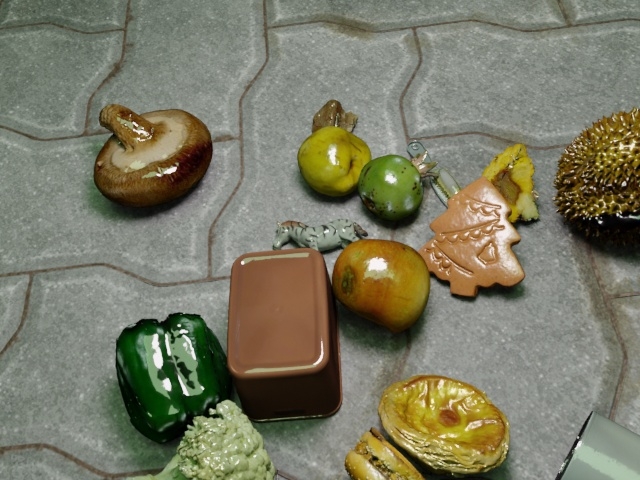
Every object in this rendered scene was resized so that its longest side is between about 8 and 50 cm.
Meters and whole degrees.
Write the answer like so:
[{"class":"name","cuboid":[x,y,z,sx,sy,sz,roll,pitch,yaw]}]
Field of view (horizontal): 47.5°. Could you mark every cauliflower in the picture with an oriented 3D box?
[{"class":"cauliflower","cuboid":[-0.220,0.494,1.487,0.281,0.260,0.327,-25,41,38]}]

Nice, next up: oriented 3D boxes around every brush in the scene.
[{"class":"brush","cuboid":[0.323,-0.188,2.005,0.068,0.060,0.297,-26,57,-9]}]

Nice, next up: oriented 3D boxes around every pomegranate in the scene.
[{"class":"pomegranate","cuboid":[0.210,-0.155,1.929,0.224,0.182,0.181,-32,57,-26]}]

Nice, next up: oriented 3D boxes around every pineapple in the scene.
[{"class":"pineapple","cuboid":[0.495,-0.120,1.922,0.164,0.139,0.250,21,84,-25]}]

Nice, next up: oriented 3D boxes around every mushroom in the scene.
[{"class":"mushroom","cuboid":[-0.466,-0.235,2.051,0.344,0.239,0.346,-4,75,13]}]

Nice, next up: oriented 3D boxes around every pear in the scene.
[{"class":"pear","cuboid":[0.033,-0.217,1.988,0.199,0.200,0.200,-3,55,4]}]

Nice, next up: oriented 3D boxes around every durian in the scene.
[{"class":"durian","cuboid":[0.774,-0.154,1.781,0.384,0.348,0.348,2,55,-6]}]

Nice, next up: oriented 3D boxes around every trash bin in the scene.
[{"class":"trash bin","cuboid":[0.602,0.489,1.409,0.262,0.217,0.277,28,96,22]}]

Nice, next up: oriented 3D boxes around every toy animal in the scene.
[{"class":"toy animal","cuboid":[-0.005,0.014,1.889,0.254,0.090,0.170,3,52,5]}]

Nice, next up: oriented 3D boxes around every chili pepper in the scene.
[{"class":"chili pepper","cuboid":[-0.335,0.309,1.639,0.248,0.233,0.257,-24,62,-5]}]

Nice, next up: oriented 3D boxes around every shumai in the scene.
[{"class":"shumai","cuboid":[0.038,-0.335,2.136,0.123,0.105,0.139,-28,29,41]}]

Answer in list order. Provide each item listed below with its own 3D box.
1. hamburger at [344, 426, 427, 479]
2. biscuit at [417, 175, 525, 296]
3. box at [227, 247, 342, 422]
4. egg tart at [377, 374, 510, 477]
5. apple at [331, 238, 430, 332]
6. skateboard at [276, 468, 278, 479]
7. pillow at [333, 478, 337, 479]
[{"class":"hamburger","cuboid":[0.139,0.488,1.492,0.191,0.182,0.118,38,83,19]},{"class":"biscuit","cuboid":[0.378,-0.013,1.810,0.283,0.043,0.307,7,81,27]},{"class":"box","cuboid":[-0.084,0.210,1.673,0.239,0.229,0.340,-5,54,4]},{"class":"egg tart","cuboid":[0.257,0.401,1.538,0.294,0.116,0.295,6,28,-3]},{"class":"apple","cuboid":[0.144,0.108,1.722,0.236,0.237,0.208,9,71,12]},{"class":"skateboard","cuboid":[-0.077,0.538,1.569,0.063,0.032,0.083,-1,57,-6]},{"class":"pillow","cuboid":[0.067,0.588,1.500,0.208,0.053,0.119,27,59,23]}]
